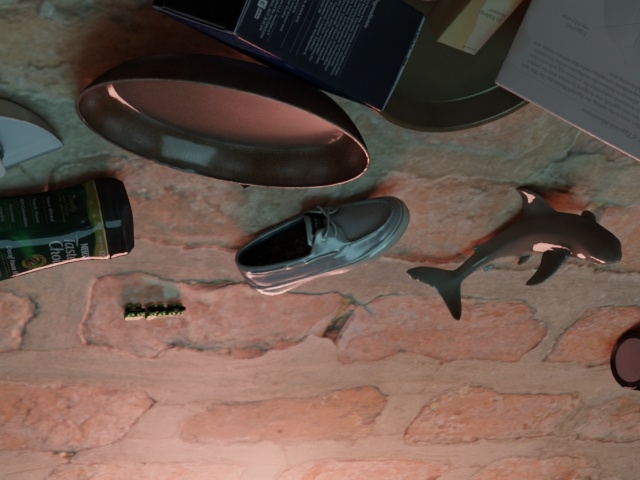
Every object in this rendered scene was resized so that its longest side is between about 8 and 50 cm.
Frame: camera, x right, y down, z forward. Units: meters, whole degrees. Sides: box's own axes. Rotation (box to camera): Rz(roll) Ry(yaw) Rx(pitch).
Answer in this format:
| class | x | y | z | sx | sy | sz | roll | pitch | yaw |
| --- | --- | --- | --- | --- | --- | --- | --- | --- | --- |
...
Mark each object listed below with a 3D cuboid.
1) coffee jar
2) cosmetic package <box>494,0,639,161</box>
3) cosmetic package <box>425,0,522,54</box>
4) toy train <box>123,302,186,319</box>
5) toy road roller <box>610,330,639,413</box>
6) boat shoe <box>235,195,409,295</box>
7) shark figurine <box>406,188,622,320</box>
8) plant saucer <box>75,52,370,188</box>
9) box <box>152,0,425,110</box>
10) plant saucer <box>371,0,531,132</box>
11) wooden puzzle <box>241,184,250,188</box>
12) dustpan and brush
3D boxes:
| class | x | y | z | sx | sy | sz | roll | pitch | yaw |
| --- | --- | --- | --- | --- | --- | --- | --- | --- | --- |
| coffee jar | -0.305 | -0.013 | 1.553 | 0.184 | 0.079 | 0.096 | -12 | 143 | -10 |
| cosmetic package | 0.337 | -0.210 | 1.385 | 0.138 | 0.224 | 0.225 | -2 | 121 | -55 |
| cosmetic package | 0.169 | -0.253 | 1.421 | 0.060 | 0.041 | 0.115 | 12 | 133 | -35 |
| toy train | -0.217 | 0.094 | 1.779 | 0.083 | 0.017 | 0.024 | -1 | 149 | -23 |
| toy road roller | 0.636 | 0.203 | 2.104 | 0.202 | 0.241 | 0.329 | 13 | 133 | -36 |
| boat shoe | -0.001 | -0.001 | 1.701 | 0.227 | 0.079 | 0.081 | -24 | 148 | 12 |
| shark figurine | 0.262 | -0.009 | 1.819 | 0.278 | 0.166 | 0.116 | -16 | 121 | 25 |
| plant saucer | -0.098 | -0.126 | 1.422 | 0.310 | 0.050 | 0.310 | 9 | 165 | 2 |
| box | -0.029 | -0.222 | 1.323 | 0.207 | 0.153 | 0.108 | 23 | 92 | -40 |
| plant saucer | 0.167 | -0.230 | 1.517 | 0.278 | 0.041 | 0.278 | -11 | 143 | -9 |
| wooden puzzle | -0.078 | -0.086 | 1.619 | 0.049 | 0.006 | 0.083 | -23 | 143 | 5 |
| dustpan and brush | -0.366 | -0.115 | 1.411 | 0.147 | 0.060 | 0.211 | -21 | 143 | 2 |
